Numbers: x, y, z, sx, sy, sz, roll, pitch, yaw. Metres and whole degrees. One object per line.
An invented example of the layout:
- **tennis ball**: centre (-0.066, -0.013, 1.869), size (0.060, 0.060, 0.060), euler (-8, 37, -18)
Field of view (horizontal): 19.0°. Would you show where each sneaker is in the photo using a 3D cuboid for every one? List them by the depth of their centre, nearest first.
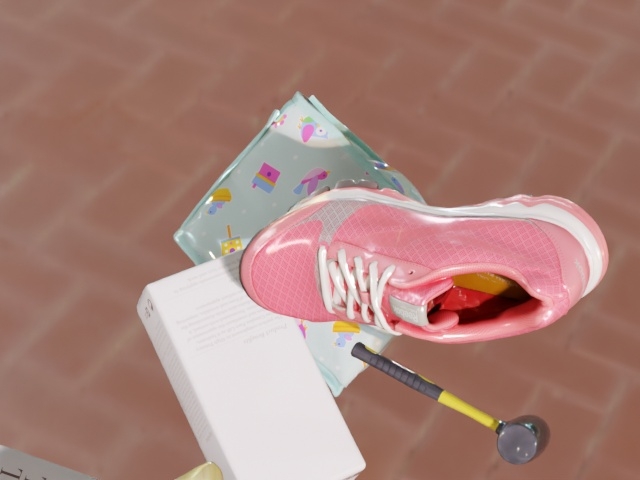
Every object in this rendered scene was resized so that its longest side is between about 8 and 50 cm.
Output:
- **sneaker**: centre (0.067, 0.025, 1.550), size (0.314, 0.116, 0.136), euler (-3, 23, 21)

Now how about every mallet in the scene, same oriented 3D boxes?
- **mallet**: centre (0.109, 0.139, 1.650), size (0.190, 0.039, 0.062), euler (26, 11, 7)

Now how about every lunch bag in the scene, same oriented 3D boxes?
- **lunch bag**: centre (0.000, 0.000, 2.057), size (0.262, 0.223, 0.160), euler (42, 8, 5)

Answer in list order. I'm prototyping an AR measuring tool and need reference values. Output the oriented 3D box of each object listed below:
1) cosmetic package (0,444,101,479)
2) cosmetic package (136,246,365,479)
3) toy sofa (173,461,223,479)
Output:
- **cosmetic package**: centre (-0.268, 0.402, 1.790), size (0.284, 0.097, 0.377), euler (21, 58, -8)
- **cosmetic package**: centre (-0.065, 0.131, 1.720), size (0.117, 0.085, 0.231), euler (-20, 77, -18)
- **toy sofa**: centre (-0.050, 0.343, 1.388), size (0.177, 0.362, 0.150), euler (-29, 35, 17)
